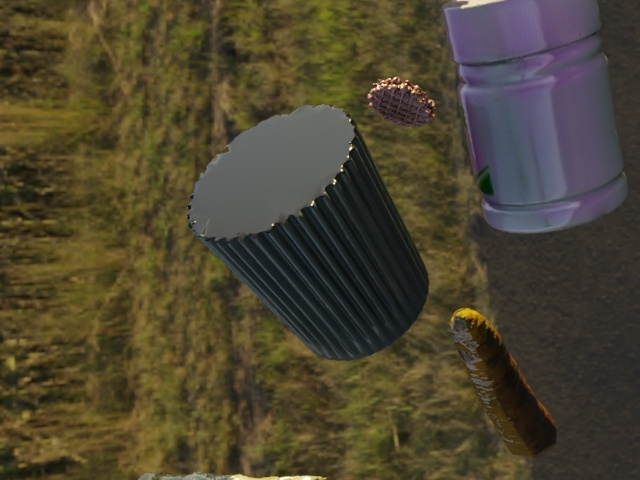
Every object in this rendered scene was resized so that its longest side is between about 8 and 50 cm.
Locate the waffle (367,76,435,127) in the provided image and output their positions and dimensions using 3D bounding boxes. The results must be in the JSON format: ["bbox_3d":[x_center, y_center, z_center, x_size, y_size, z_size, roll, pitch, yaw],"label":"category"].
[{"bbox_3d":[0.095,-0.160,1.062,0.083,0.075,0.029,-3,56,54],"label":"waffle"}]

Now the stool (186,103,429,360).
[{"bbox_3d":[0.000,0.000,1.456,0.330,0.297,0.297,54,180,-35],"label":"stool"}]

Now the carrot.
[{"bbox_3d":[0.203,0.162,1.013,0.314,0.066,0.066,56,-173,-46],"label":"carrot"}]

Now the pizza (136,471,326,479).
[{"bbox_3d":[-0.102,0.303,0.969,0.181,0.262,0.034,-91,-8,-61],"label":"pizza"}]

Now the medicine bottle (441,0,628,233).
[{"bbox_3d":[0.300,-0.193,1.279,0.212,0.212,0.325,29,138,65],"label":"medicine bottle"}]
